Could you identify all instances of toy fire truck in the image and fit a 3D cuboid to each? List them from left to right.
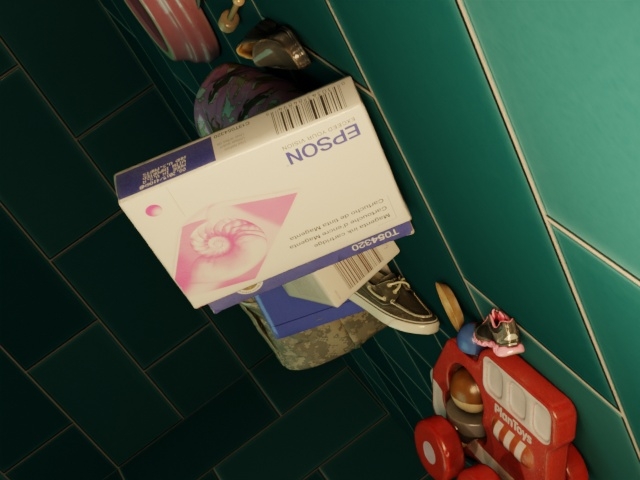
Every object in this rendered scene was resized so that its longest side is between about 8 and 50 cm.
[{"bbox_3d":[0.258,0.254,1.536,0.302,0.169,0.253,-134,36,-52],"label":"toy fire truck"}]

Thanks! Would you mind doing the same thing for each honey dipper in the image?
[{"bbox_3d":[-0.131,-0.343,1.602,0.030,0.030,0.161,54,170,-7],"label":"honey dipper"}]

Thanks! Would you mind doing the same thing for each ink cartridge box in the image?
[{"bbox_3d":[-0.054,-0.028,1.407,0.330,0.324,0.071,61,-172,-47],"label":"ink cartridge box"}]

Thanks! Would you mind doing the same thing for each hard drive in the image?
[{"bbox_3d":[-0.059,0.022,2.042,0.318,0.210,0.040,64,-161,-18],"label":"hard drive"}]

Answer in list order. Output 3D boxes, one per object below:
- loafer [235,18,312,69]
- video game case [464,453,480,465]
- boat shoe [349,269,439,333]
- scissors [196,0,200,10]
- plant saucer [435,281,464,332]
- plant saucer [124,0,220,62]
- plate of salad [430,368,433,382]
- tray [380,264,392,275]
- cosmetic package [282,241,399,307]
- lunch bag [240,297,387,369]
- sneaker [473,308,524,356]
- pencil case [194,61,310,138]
[{"bbox_3d":[-0.063,-0.254,1.440,0.062,0.061,0.170,58,171,-26],"label":"loafer"},{"bbox_3d":[0.359,0.433,1.776,0.275,0.035,0.248,35,174,-3],"label":"video game case"},{"bbox_3d":[0.120,0.096,1.869,0.219,0.078,0.070,27,119,36],"label":"boat shoe"},{"bbox_3d":[-0.196,-0.411,1.723,0.109,0.021,0.297,50,171,14],"label":"scissors"},{"bbox_3d":[0.196,0.097,1.586,0.083,0.015,0.083,155,90,-88],"label":"plant saucer"},{"bbox_3d":[-0.317,-0.465,2.009,0.332,0.084,0.332,53,173,10],"label":"plant saucer"},{"bbox_3d":[0.282,0.344,2.149,0.199,0.048,0.200,60,169,20],"label":"plate of salad"},{"bbox_3d":[0.049,-0.029,1.936,0.145,0.030,0.270,46,170,51],"label":"tray"},{"bbox_3d":[0.000,0.000,1.771,0.151,0.151,0.184,56,159,-19],"label":"cosmetic package"},{"bbox_3d":[-0.032,0.119,2.260,0.212,0.256,0.305,47,170,44],"label":"lunch bag"},{"bbox_3d":[0.234,0.115,1.407,0.119,0.047,0.057,-156,52,-75],"label":"sneaker"},{"bbox_3d":[-0.074,-0.161,1.602,0.160,0.167,0.386,22,-171,-28],"label":"pencil case"}]
